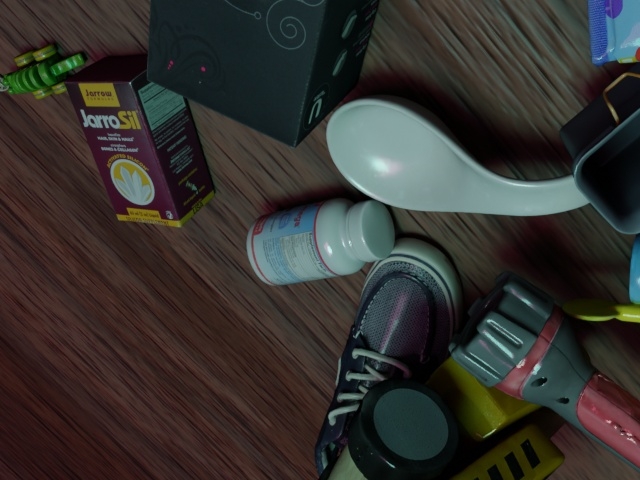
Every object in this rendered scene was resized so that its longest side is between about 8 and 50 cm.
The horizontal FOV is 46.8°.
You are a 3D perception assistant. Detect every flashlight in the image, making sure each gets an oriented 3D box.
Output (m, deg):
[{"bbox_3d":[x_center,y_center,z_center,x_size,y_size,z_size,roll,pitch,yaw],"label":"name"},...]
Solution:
[{"bbox_3d":[0.263,0.151,0.654,0.304,0.103,0.103,36,122,5],"label":"flashlight"}]

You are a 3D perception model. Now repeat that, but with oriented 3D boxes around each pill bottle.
[{"bbox_3d":[0.000,0.000,0.838,0.160,0.087,0.087,-11,118,37],"label":"pill bottle"}]

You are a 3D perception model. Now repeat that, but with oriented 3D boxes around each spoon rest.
[{"bbox_3d":[0.129,-0.074,0.696,0.276,0.084,0.137,8,139,25],"label":"spoon rest"}]

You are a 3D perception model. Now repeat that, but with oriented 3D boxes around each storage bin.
[{"bbox_3d":[0.244,-0.090,0.559,0.098,0.091,0.135,40,109,-20],"label":"storage bin"}]

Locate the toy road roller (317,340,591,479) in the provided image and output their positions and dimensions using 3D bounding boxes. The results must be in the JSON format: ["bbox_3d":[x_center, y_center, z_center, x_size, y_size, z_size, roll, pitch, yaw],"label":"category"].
[{"bbox_3d":[0.168,0.250,0.737,0.241,0.329,0.203,50,141,26],"label":"toy road roller"}]

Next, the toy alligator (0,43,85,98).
[{"bbox_3d":[-0.371,-0.203,0.929,0.189,0.051,0.056,-4,122,34],"label":"toy alligator"}]

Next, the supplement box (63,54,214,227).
[{"bbox_3d":[-0.210,-0.117,0.877,0.104,0.081,0.188,6,127,28],"label":"supplement box"}]

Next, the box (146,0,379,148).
[{"bbox_3d":[-0.038,-0.245,0.628,0.165,0.143,0.270,26,134,12],"label":"box"}]

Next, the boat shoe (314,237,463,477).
[{"bbox_3d":[0.074,0.168,0.874,0.127,0.158,0.341,19,132,18],"label":"boat shoe"}]

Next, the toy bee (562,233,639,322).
[{"bbox_3d":[0.301,0.046,0.639,0.195,0.162,0.298,-18,114,41],"label":"toy bee"}]

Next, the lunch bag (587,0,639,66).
[{"bbox_3d":[0.279,-0.274,0.445,0.220,0.138,0.294,0,110,33],"label":"lunch bag"}]
